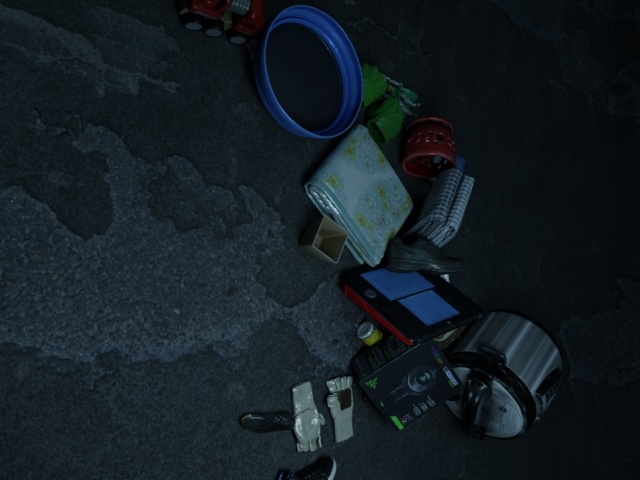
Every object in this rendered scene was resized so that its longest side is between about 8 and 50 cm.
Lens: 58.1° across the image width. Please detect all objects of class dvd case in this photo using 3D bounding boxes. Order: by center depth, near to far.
[{"bbox_3d":[0.472,-0.280,2.235,0.253,0.022,0.180,25,71,-37],"label":"dvd case"}]

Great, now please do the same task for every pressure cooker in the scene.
[{"bbox_3d":[0.622,0.499,2.062,0.420,0.375,0.369,-39,96,-37],"label":"pressure cooker"}]

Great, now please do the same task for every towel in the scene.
[{"bbox_3d":[0.138,-0.143,1.887,0.374,0.090,0.320,53,52,-24],"label":"towel"},{"bbox_3d":[0.392,-0.092,1.988,0.121,0.283,0.235,28,61,-7],"label":"towel"}]

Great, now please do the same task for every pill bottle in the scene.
[{"bbox_3d":[0.175,0.320,1.879,0.116,0.065,0.065,45,58,-29],"label":"pill bottle"}]

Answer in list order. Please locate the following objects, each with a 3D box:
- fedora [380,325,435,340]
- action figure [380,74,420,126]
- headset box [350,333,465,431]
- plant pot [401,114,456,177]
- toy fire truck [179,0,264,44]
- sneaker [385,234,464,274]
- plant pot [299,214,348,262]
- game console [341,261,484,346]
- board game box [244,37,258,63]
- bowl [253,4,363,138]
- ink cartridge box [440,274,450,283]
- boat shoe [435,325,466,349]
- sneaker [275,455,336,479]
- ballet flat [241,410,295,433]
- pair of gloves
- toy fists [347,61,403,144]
[{"bbox_3d":[0.294,0.330,1.953,0.079,0.195,0.194,48,45,-77],"label":"fedora"},{"bbox_3d":[0.260,-0.523,2.053,0.232,0.063,0.137,29,70,-32],"label":"action figure"},{"bbox_3d":[0.266,0.429,1.827,0.283,0.131,0.246,-33,113,3],"label":"headset box"},{"bbox_3d":[0.388,-0.337,2.063,0.191,0.191,0.174,24,62,-37],"label":"plant pot"},{"bbox_3d":[-0.224,-0.651,1.513,0.217,0.246,0.158,4,83,-41],"label":"toy fire truck"},{"bbox_3d":[0.350,0.048,1.897,0.286,0.109,0.130,6,79,-23],"label":"sneaker"},{"bbox_3d":[0.000,0.000,1.739,0.109,0.096,0.109,38,62,-33],"label":"plant pot"},{"bbox_3d":[0.290,0.179,1.840,0.387,0.342,0.060,-11,126,-41],"label":"game console"},{"bbox_3d":[-0.123,-0.517,1.721,0.147,0.045,0.193,-34,108,-38],"label":"board game box"},{"bbox_3d":[-0.033,-0.493,1.717,0.391,0.077,0.390,4,84,-42],"label":"bowl"},{"bbox_3d":[0.433,0.171,2.082,0.127,0.072,0.175,-11,92,-77],"label":"ink cartridge box"},{"bbox_3d":[0.495,0.320,2.155,0.257,0.095,0.095,-30,119,-33],"label":"boat shoe"},{"bbox_3d":[-0.048,0.672,1.635,0.217,0.079,0.121,-42,114,-34],"label":"sneaker"},{"bbox_3d":[-0.147,0.501,1.600,0.173,0.049,0.057,15,108,-36],"label":"ballet flat"},{"bbox_3d":[0.013,0.519,1.731,0.240,0.042,0.204,1,85,-40],"label":"pair of gloves"},{"bbox_3d":[0.186,-0.467,1.958,0.142,0.096,0.279,-48,118,-23],"label":"toy fists"}]
